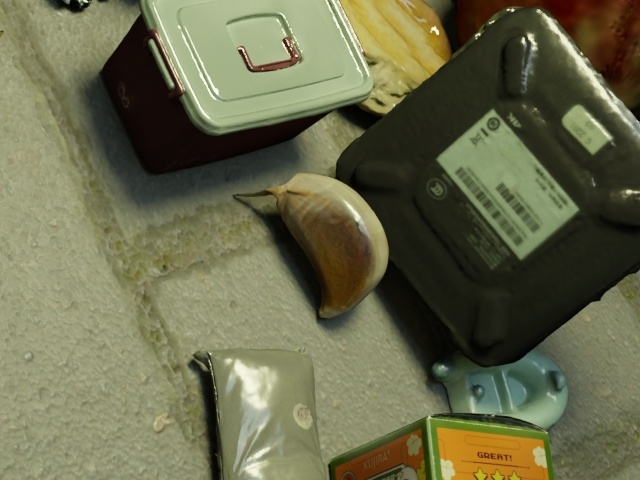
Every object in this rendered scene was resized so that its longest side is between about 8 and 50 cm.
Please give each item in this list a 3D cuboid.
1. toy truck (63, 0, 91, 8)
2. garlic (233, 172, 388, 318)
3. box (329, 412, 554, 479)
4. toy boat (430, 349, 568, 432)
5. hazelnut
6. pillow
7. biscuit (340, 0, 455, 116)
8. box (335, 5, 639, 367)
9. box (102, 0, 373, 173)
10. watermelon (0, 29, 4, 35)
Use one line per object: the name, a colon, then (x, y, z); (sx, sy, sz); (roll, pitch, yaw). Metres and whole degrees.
toy truck: (-0.281, -0.336, 1.589); (0.077, 0.076, 0.111); (41, 46, 14)
garlic: (0.002, -0.012, 1.604); (0.198, 0.128, 0.090); (53, 10, -6)
box: (0.138, 0.292, 1.491); (0.177, 0.195, 0.148); (12, 62, -31)
toy boat: (0.237, 0.194, 1.693); (0.207, 0.079, 0.134); (2, 64, -33)
hazelnut: (0.381, -0.327, 1.789); (0.421, 0.420, 0.353); (-61, 141, -38)
pillow: (-0.056, 0.234, 1.473); (0.169, 0.059, 0.255); (5, 66, -31)
biscuit: (0.082, -0.262, 1.790); (0.274, 0.091, 0.213); (33, 44, -21)
box: (0.229, -0.066, 1.621); (0.359, 0.350, 0.091); (52, 18, 11)
box: (-0.104, -0.198, 1.579); (0.294, 0.167, 0.193); (-18, 78, -40)
watermelon: (-0.450, -0.321, 1.418); (0.204, 0.127, 0.232); (-25, 89, -44)
